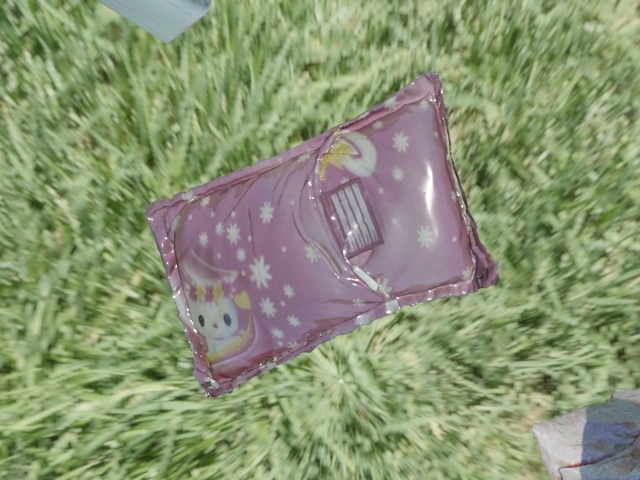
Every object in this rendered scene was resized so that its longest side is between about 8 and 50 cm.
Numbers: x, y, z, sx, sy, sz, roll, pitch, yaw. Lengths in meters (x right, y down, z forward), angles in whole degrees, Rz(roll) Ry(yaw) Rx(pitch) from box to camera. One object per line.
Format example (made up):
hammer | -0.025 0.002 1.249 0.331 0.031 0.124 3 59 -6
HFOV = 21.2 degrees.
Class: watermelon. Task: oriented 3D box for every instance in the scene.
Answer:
watermelon | 0.349 0.272 1.804 0.193 0.232 0.310 19 70 44

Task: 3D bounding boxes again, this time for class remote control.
remote control | -0.161 -0.205 1.268 0.166 0.065 0.029 31 49 -30

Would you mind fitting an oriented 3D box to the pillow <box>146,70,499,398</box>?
pillow | 0.000 0.000 0.889 0.185 0.043 0.118 -22 83 22
